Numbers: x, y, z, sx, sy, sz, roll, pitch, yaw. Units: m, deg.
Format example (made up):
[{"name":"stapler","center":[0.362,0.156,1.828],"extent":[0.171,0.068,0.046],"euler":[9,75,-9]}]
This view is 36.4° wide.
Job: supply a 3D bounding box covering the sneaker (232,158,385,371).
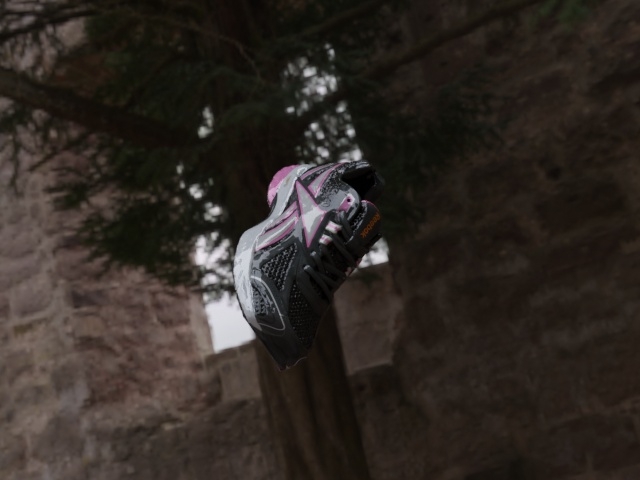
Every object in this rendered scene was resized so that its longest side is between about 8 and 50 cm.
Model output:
[{"name":"sneaker","center":[0.000,0.000,0.621],"extent":[0.077,0.178,0.072],"euler":[-17,-52,24]}]
